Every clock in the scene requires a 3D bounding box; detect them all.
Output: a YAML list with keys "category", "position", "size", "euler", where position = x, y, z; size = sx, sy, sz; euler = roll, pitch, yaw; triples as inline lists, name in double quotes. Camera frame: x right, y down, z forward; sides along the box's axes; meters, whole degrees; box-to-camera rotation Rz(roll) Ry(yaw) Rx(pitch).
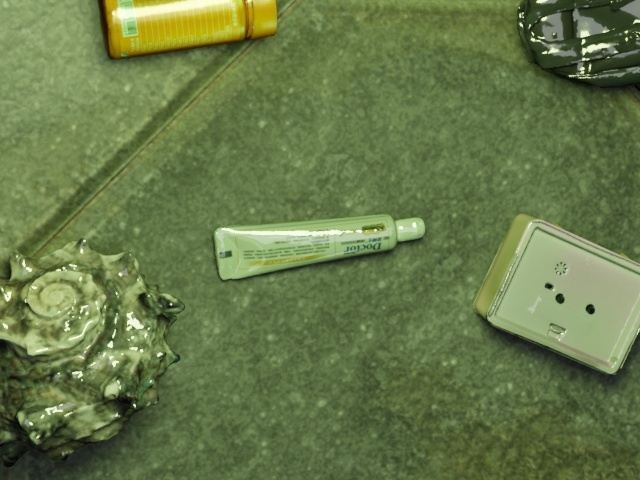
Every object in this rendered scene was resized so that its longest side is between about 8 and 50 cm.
- category: "clock"
  position: [0.306, 0.065, 1.926]
  size: [0.192, 0.071, 0.147]
  euler: [23, 95, -15]

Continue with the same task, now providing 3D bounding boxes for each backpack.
- category: "backpack"
  position: [0.359, -0.276, 1.856]
  size: [0.258, 0.133, 0.206]
  euler: [-13, 99, -3]

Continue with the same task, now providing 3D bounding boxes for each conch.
- category: "conch"
  position: [-0.301, 0.125, 1.755]
  size: [0.313, 0.186, 0.240]
  euler: [-38, 82, 12]

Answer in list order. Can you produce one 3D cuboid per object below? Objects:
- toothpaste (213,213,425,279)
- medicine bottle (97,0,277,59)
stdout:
- category: "toothpaste"
  position: [0.000, 0.000, 1.864]
  size: [0.256, 0.037, 0.067]
  euler: [-8, 107, -8]
- category: "medicine bottle"
  position: [-0.151, -0.263, 1.752]
  size: [0.192, 0.096, 0.096]
  euler: [-10, 102, -10]
